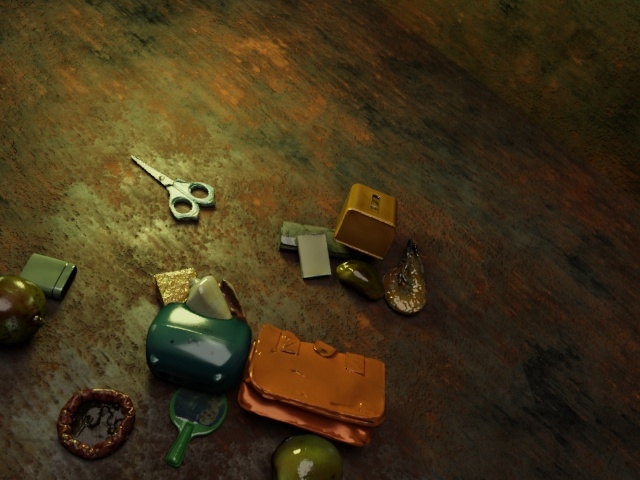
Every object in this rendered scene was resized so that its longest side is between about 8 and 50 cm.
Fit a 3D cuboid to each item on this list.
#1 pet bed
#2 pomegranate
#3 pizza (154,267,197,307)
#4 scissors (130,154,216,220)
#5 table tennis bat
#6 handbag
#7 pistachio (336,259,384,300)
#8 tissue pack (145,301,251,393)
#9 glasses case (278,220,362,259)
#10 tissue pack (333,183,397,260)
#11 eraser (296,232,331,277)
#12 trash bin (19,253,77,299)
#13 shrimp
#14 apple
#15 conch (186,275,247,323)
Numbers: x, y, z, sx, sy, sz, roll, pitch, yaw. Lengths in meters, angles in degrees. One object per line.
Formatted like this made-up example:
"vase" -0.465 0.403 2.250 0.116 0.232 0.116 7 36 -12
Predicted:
"pet bed" -0.599 0.484 1.539 0.201 0.053 0.201 5 55 -8
"pomegranate" -0.870 0.170 1.585 0.198 0.198 0.246 -25 68 -31
"pizza" -0.463 0.147 1.826 0.134 0.046 0.175 34 52 7
"scissors" -0.544 -0.207 2.063 0.360 0.029 0.191 37 54 9
"table tennis bat" -0.359 0.506 1.612 0.160 0.039 0.257 21 50 1
"handbag" -0.014 0.412 1.681 0.410 0.116 0.303 19 30 -5
"pistachio" 0.148 0.127 2.002 0.189 0.100 0.110 33 57 9
"tissue pack" -0.351 0.318 1.638 0.287 0.198 0.206 18 46 0
"glasses case" 0.000 0.000 2.070 0.299 0.060 0.114 8 54 -12
"tissue pack" 0.168 -0.076 2.064 0.194 0.145 0.274 20 25 -2
"eraser" -0.024 0.051 2.003 0.104 0.023 0.150 -7 85 -14
"trash bin" -0.818 0.108 1.732 0.130 0.059 0.116 16 52 -5
"shrimp" 0.300 0.126 2.079 0.164 0.062 0.317 9 56 -8
"apple" -0.032 0.628 1.553 0.188 0.174 0.207 -3 73 -17
"conch" -0.331 0.221 1.791 0.158 0.127 0.255 -27 90 -58
